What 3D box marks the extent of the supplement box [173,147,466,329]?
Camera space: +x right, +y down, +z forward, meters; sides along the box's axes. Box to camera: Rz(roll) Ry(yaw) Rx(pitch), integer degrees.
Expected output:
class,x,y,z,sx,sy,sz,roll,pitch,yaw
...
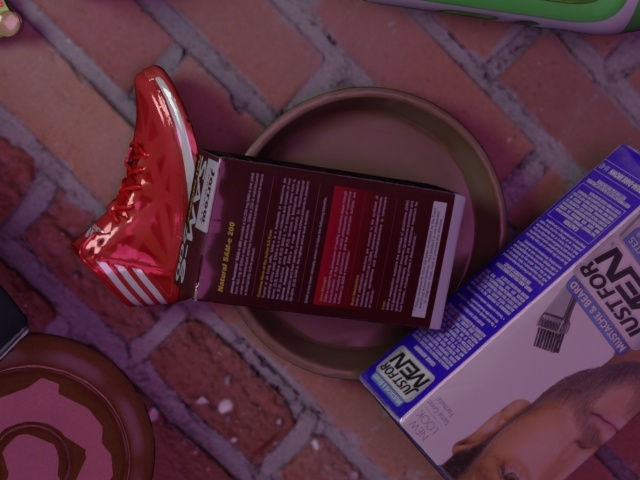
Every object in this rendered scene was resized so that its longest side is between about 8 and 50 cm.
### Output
class,x,y,z,sx,sy,sz,roll,pitch,yaw
supplement box,0.000,0.000,1.626,0.239,0.073,0.130,9,97,-22

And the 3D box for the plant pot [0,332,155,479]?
class,x,y,z,sx,sy,sz,roll,pitch,yaw
plant pot,-0.271,0.205,1.689,0.236,0.032,0.236,-1,98,-10

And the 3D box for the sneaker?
class,x,y,z,sx,sy,sz,roll,pitch,yaw
sneaker,-0.171,-0.041,1.647,0.128,0.087,0.221,-14,98,-9

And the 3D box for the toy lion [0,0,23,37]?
class,x,y,z,sx,sy,sz,roll,pitch,yaw
toy lion,-0.322,-0.225,1.625,0.096,0.034,0.100,-11,100,-1

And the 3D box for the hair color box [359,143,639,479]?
class,x,y,z,sx,sy,sz,roll,pitch,yaw
hair color box,0.227,0.094,1.701,0.339,0.110,0.185,-41,120,-1

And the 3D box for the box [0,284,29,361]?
class,x,y,z,sx,sy,sz,roll,pitch,yaw
box,-0.491,0.022,1.467,0.293,0.212,0.395,-27,106,38

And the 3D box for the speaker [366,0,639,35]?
class,x,y,z,sx,sy,sz,roll,pitch,yaw
speaker,0.160,-0.264,1.655,0.297,0.131,0.131,7,96,-11

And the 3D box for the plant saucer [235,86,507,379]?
class,x,y,z,sx,sy,sz,roll,pitch,yaw
plant saucer,0.039,-0.007,1.707,0.278,0.041,0.277,-2,98,-12
